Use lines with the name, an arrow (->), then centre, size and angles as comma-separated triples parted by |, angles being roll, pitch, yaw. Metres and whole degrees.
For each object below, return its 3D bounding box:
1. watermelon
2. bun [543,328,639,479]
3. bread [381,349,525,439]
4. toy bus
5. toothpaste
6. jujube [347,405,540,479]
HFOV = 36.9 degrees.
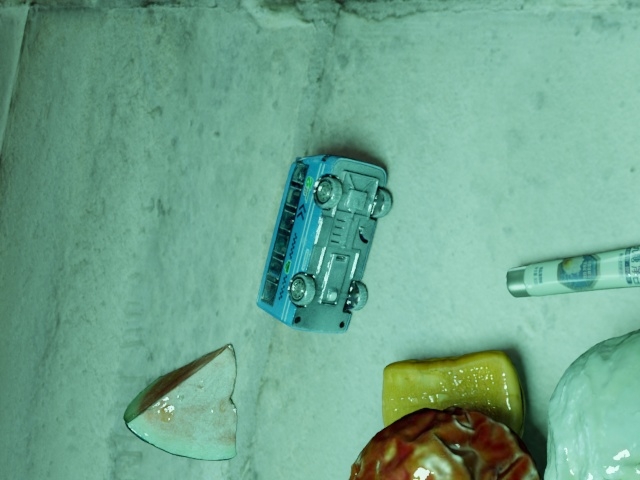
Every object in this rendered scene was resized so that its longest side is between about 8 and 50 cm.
watermelon -> -0.207, 0.265, 1.562 | 0.202, 0.136, 0.207 | -28, 25, -3
bun -> 0.358, 0.246, 0.903 | 0.361, 0.211, 0.362 | -7, 80, 43
bread -> 0.167, 0.202, 1.188 | 0.200, 0.077, 0.116 | -13, 73, 40
toy bus -> 0.000, 0.000, 1.360 | 0.134, 0.113, 0.246 | 20, 98, 50
toothpaste -> 0.324, 0.035, 1.096 | 0.239, 0.039, 0.062 | -10, 68, 40
jujube -> 0.109, 0.329, 1.109 | 0.342, 0.216, 0.216 | -59, 44, 50
